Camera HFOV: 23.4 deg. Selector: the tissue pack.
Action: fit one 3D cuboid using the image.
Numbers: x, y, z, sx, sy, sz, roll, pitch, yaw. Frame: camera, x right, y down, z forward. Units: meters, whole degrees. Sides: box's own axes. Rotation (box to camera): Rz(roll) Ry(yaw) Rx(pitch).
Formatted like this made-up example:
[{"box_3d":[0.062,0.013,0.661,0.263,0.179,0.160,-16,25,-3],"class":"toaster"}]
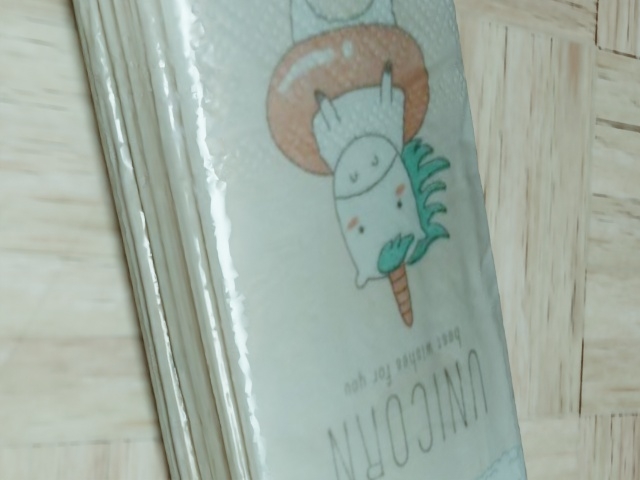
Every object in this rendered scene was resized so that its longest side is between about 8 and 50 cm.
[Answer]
[{"box_3d":[0.000,0.000,0.635,0.170,0.071,0.325,-22,106,-46],"class":"tissue pack"}]
